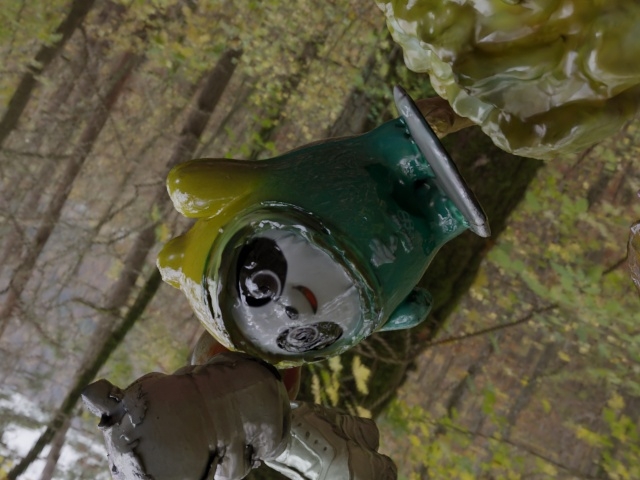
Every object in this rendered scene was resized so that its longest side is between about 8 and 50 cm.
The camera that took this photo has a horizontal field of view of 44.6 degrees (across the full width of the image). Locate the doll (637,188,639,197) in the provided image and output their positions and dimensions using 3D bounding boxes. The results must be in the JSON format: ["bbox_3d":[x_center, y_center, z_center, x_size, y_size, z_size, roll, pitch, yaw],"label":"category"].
[{"bbox_3d":[0.445,-0.026,0.833,0.211,0.262,0.093,49,149,3],"label":"doll"}]

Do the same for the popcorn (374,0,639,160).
[{"bbox_3d":[0.257,-0.270,0.928,0.334,0.292,0.293,53,177,-10],"label":"popcorn"}]

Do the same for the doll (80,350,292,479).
[{"bbox_3d":[-0.114,0.169,0.702,0.149,0.192,0.095,59,146,17],"label":"doll"}]

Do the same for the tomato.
[{"bbox_3d":[-0.169,0.273,1.718,0.223,0.270,0.270,6,161,29],"label":"tomato"}]

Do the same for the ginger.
[{"bbox_3d":[0.248,-0.223,1.300,0.118,0.299,0.065,23,128,47],"label":"ginger"}]

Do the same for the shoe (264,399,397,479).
[{"bbox_3d":[-0.006,0.350,1.236,0.211,0.132,0.342,21,-173,-8],"label":"shoe"}]

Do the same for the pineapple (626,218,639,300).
[{"bbox_3d":[0.626,0.000,1.147,0.362,0.202,0.202,-18,-173,-21],"label":"pineapple"}]

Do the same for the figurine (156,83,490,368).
[{"bbox_3d":[0.000,0.000,0.884,0.323,0.340,0.231,56,-173,-25],"label":"figurine"}]
